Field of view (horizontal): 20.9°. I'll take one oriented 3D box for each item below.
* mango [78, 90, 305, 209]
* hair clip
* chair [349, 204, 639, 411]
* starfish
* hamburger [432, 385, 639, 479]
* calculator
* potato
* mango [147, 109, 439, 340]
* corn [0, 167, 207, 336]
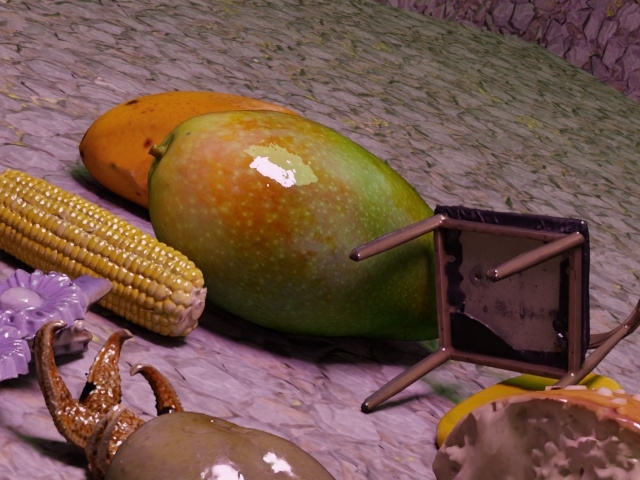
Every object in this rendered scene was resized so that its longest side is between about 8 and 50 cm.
[{"bbox_3d":[-0.119,-0.086,1.910,0.290,0.160,0.191,13,23,2],"label":"mango"},{"bbox_3d":[-0.251,0.084,1.354,0.106,0.085,0.292,8,17,18],"label":"hair clip"},{"bbox_3d":[0.174,0.055,1.631,0.188,0.166,0.272,7,18,38],"label":"chair"},{"bbox_3d":[-0.155,0.124,1.311,0.146,0.074,0.190,25,15,-31],"label":"starfish"},{"bbox_3d":[0.267,0.268,1.110,0.445,0.268,0.287,32,15,34],"label":"hamburger"},{"bbox_3d":[0.190,0.167,1.595,0.146,0.032,0.235,7,19,36],"label":"calculator"},{"bbox_3d":[-0.040,0.208,1.057,0.235,0.160,0.178,45,20,7],"label":"potato"},{"bbox_3d":[0.000,0.000,1.712,0.382,0.201,0.225,27,8,-32],"label":"mango"},{"bbox_3d":[-0.214,0.009,1.603,0.248,0.081,0.081,28,17,18],"label":"corn"}]
